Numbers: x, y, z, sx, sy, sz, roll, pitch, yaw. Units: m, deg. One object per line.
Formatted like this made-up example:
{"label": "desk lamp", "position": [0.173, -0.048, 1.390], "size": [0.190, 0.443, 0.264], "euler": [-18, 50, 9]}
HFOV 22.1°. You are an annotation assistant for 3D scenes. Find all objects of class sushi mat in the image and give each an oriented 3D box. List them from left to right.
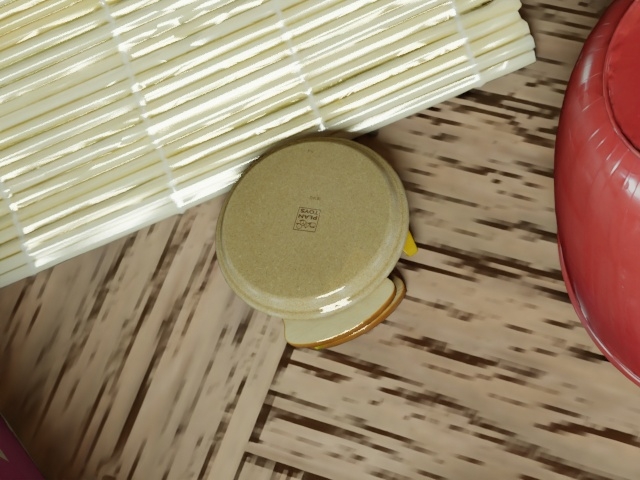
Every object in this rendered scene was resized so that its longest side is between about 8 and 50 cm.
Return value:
{"label": "sushi mat", "position": [-0.084, -0.081, 0.657], "size": [0.316, 0.019, 0.151], "euler": [-23, 94, 6]}

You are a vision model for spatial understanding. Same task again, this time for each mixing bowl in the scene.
{"label": "mixing bowl", "position": [0.150, -0.037, 0.543], "size": [0.181, 0.098, 0.181], "euler": [-12, 61, 23]}

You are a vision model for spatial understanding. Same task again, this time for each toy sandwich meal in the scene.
{"label": "toy sandwich meal", "position": [0.000, 0.000, 0.630], "size": [0.085, 0.029, 0.086], "euler": [-7, 63, 14]}

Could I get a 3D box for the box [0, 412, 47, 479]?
{"label": "box", "position": [-0.200, 0.159, 0.570], "size": [0.243, 0.117, 0.213], "euler": [-39, 64, -2]}
